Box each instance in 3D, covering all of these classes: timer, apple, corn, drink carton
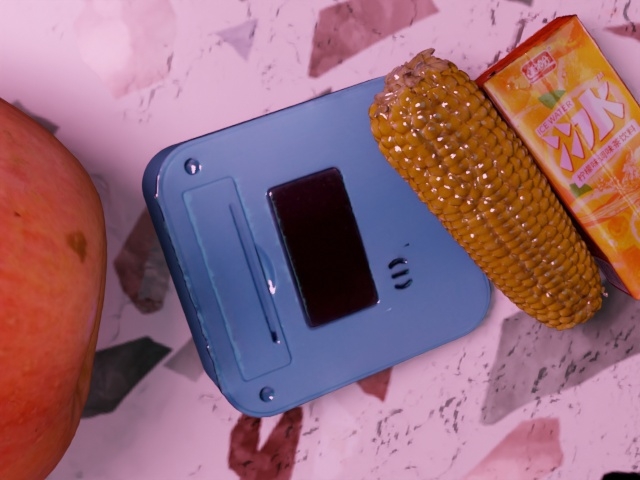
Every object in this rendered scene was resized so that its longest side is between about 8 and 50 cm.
[{"bbox_3d":[0.000,0.000,0.868,0.250,0.091,0.232,-19,100,-12],"label":"timer"},{"bbox_3d":[-0.311,0.046,0.710,0.364,0.364,0.364,-1,100,-3],"label":"apple"},{"bbox_3d":[0.135,-0.034,0.824,0.091,0.091,0.260,-47,109,-12],"label":"corn"},{"bbox_3d":[0.227,-0.068,0.857,0.096,0.071,0.223,-38,99,4],"label":"drink carton"}]
